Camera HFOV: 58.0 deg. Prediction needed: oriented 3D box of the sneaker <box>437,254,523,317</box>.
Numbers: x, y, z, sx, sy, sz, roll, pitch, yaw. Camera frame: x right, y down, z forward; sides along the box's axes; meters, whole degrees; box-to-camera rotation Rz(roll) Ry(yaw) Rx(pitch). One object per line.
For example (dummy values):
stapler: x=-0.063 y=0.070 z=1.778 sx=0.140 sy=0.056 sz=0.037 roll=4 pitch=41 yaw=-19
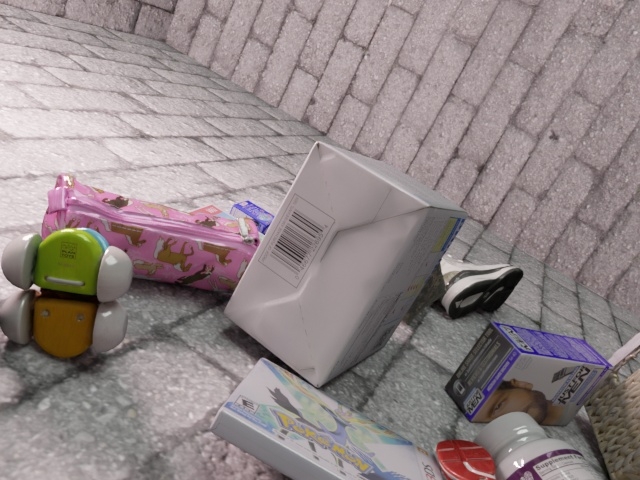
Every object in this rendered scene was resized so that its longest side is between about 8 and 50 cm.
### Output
sneaker: x=0.435 y=0.086 z=1.769 sx=0.447 sy=0.169 sz=0.257 roll=-1 pitch=35 yaw=-49

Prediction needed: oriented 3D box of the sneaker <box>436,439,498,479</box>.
sneaker: x=0.222 y=0.390 z=0.835 sx=0.087 sy=0.128 sz=0.221 roll=0 pitch=9 yaw=-6

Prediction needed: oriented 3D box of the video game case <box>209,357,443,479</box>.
video game case: x=0.029 y=0.283 z=0.805 sx=0.329 sy=0.036 sz=0.300 roll=28 pitch=2 yaw=3

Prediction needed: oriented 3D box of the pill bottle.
pill bottle: x=0.353 y=0.406 z=0.851 sx=0.169 sy=0.169 sz=0.301 roll=16 pitch=22 yaw=-29

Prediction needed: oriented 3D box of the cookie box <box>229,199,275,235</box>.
cookie box: x=-0.175 y=-0.059 z=1.526 sx=0.107 sy=0.040 sz=0.092 roll=32 pitch=20 yaw=11

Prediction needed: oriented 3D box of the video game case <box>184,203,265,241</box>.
video game case: x=-0.191 y=0.007 z=1.362 sx=0.285 sy=0.025 sz=0.204 roll=30 pitch=20 yaw=9

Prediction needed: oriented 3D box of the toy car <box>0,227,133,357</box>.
toy car: x=-0.340 y=0.062 z=0.799 sx=0.159 sy=0.182 sz=0.136 roll=9 pitch=18 yaw=-7

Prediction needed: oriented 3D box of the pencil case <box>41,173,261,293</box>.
pencil case: x=-0.292 y=-0.001 z=1.031 sx=0.386 sy=0.167 sz=0.160 roll=12 pitch=22 yaw=-31

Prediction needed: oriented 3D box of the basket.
basket: x=0.808 y=0.383 z=1.233 sx=0.331 sy=0.328 sz=0.266 roll=24 pitch=35 yaw=-9

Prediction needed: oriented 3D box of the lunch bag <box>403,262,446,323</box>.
lunch bag: x=0.155 y=0.026 z=1.435 sx=0.287 sy=0.169 sz=0.235 roll=44 pitch=-15 yaw=39

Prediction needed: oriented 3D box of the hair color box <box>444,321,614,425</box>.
hair color box: x=0.453 y=0.294 z=1.240 sx=0.338 sy=0.185 sz=0.110 roll=14 pitch=25 yaw=-32

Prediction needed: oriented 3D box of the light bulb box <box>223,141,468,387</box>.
light bulb box: x=0.067 y=0.036 z=1.092 sx=0.225 sy=0.358 sz=0.361 roll=35 pitch=14 yaw=19
